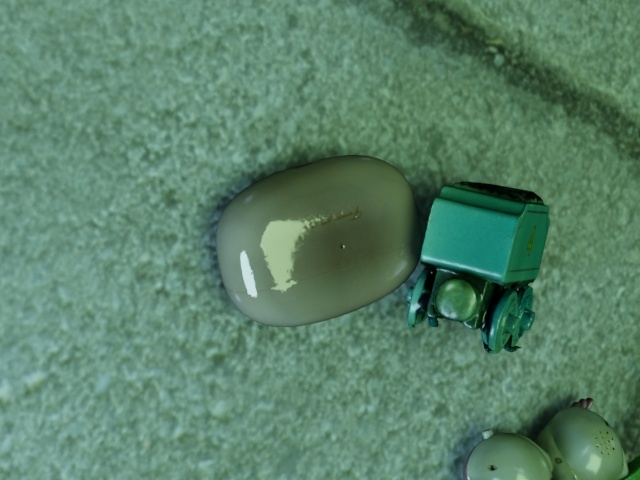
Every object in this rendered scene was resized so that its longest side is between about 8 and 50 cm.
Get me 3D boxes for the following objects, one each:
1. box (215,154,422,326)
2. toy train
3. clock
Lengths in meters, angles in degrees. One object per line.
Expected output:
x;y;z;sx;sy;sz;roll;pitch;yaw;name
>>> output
0.000;0.000;1.453;0.200;0.088;0.146;-17;103;-23;box
0.153;0.023;1.488;0.107;0.198;0.154;15;95;18;toy train
0.232;0.246;1.590;0.231;0.103;0.144;-14;80;-28;clock
